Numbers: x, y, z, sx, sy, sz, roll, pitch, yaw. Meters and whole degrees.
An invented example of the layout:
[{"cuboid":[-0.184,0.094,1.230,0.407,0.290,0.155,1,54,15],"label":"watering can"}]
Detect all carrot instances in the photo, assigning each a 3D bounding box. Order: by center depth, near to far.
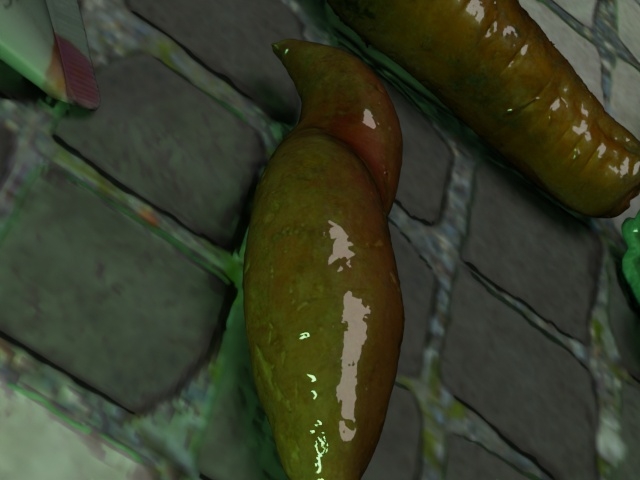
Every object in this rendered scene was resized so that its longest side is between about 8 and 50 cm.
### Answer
[{"cuboid":[0.076,-0.077,0.603,0.186,0.060,0.060,39,37,-15],"label":"carrot"}]

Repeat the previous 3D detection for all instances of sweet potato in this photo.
[{"cuboid":[0.002,0.001,0.457,0.055,0.058,0.202,13,45,-9],"label":"sweet potato"}]

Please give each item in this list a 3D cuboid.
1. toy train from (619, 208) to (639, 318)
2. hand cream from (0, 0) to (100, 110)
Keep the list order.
[{"cuboid":[0.259,0.099,0.571,0.178,0.138,0.330,21,40,-45],"label":"toy train"},{"cuboid":[-0.164,-0.155,0.356,0.341,0.078,0.124,37,30,-53],"label":"hand cream"}]
